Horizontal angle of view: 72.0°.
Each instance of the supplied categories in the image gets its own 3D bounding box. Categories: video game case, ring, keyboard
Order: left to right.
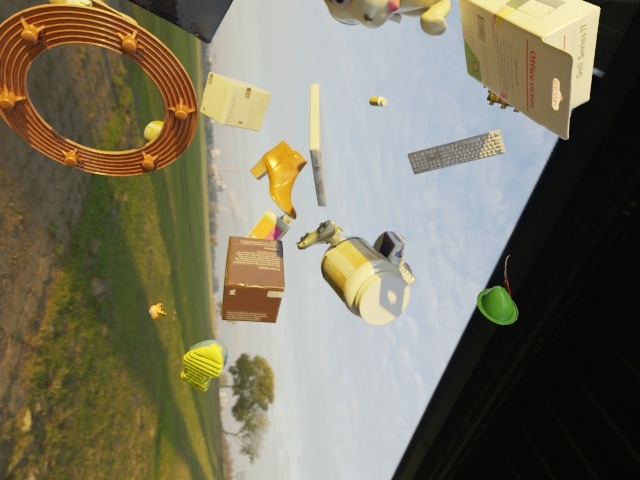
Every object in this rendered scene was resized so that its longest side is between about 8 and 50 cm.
[{"bbox_3d":[-0.387,-0.233,0.767,0.336,0.337,0.032,104,-18,-48],"label":"ring"},{"bbox_3d":[-0.004,-0.235,1.102,0.206,0.026,0.226,81,8,-56],"label":"video game case"},{"bbox_3d":[0.377,-0.245,1.240,0.072,0.256,0.014,59,33,-34],"label":"keyboard"}]

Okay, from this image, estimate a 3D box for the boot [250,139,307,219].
[{"bbox_3d":[-0.130,-0.255,1.829,0.295,0.211,0.104,51,4,0],"label":"boot"}]

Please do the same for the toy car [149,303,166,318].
[{"bbox_3d":[-0.574,0.241,1.558,0.122,0.041,0.060,-22,-137,50],"label":"toy car"}]

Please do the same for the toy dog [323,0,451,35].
[{"bbox_3d":[0.179,-0.643,0.962,0.395,0.408,0.284,53,1,8],"label":"toy dog"}]

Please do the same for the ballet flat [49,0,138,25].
[{"bbox_3d":[-0.620,-0.632,1.220,0.073,0.233,0.080,47,-61,53],"label":"ballet flat"}]

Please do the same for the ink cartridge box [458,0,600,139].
[{"bbox_3d":[0.439,-0.387,0.909,0.207,0.119,0.353,60,3,-47],"label":"ink cartridge box"}]

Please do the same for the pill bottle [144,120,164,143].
[{"bbox_3d":[-0.633,-0.415,1.772,0.215,0.117,0.117,29,-57,47],"label":"pill bottle"}]

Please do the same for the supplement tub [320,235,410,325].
[{"bbox_3d":[0.157,0.140,1.592,0.316,0.229,0.228,-133,-139,-56],"label":"supplement tub"}]

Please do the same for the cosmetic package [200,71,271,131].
[{"bbox_3d":[-0.312,-0.505,1.616,0.152,0.184,0.151,33,-66,34],"label":"cosmetic package"}]

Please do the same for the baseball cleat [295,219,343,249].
[{"bbox_3d":[0.000,0.000,1.622,0.206,0.110,0.072,-32,-148,46],"label":"baseball cleat"}]

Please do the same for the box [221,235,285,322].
[{"bbox_3d":[-0.204,0.116,1.330,0.203,0.169,0.166,-97,-163,-46],"label":"box"}]

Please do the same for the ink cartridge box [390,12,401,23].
[{"bbox_3d":[0.334,-1.003,1.872,0.181,0.062,0.104,-21,133,-86],"label":"ink cartridge box"}]

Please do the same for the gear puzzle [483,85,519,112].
[{"bbox_3d":[0.695,-0.574,1.622,0.339,0.044,0.175,-116,-139,-62],"label":"gear puzzle"}]

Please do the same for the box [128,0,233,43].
[{"bbox_3d":[-0.324,-0.583,0.836,0.183,0.294,0.296,-45,-130,30],"label":"box"}]

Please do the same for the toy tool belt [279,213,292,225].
[{"bbox_3d":[-0.156,-0.094,2.034,0.052,0.083,0.051,12,-52,54],"label":"toy tool belt"}]

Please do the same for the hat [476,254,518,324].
[{"bbox_3d":[0.767,0.218,1.844,0.208,0.173,0.183,55,-29,32],"label":"hat"}]

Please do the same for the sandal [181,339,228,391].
[{"bbox_3d":[-0.358,0.371,1.403,0.317,0.126,0.138,-48,-171,51],"label":"sandal"}]

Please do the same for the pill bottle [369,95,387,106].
[{"bbox_3d":[0.255,-0.610,1.937,0.083,0.044,0.043,29,-58,51],"label":"pill bottle"}]

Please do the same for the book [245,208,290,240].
[{"bbox_3d":[-0.182,-0.018,1.478,0.096,0.144,0.035,41,5,14],"label":"book"}]

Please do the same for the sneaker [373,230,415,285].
[{"bbox_3d":[0.301,0.097,1.784,0.127,0.183,0.315,-112,-151,-45],"label":"sneaker"}]
